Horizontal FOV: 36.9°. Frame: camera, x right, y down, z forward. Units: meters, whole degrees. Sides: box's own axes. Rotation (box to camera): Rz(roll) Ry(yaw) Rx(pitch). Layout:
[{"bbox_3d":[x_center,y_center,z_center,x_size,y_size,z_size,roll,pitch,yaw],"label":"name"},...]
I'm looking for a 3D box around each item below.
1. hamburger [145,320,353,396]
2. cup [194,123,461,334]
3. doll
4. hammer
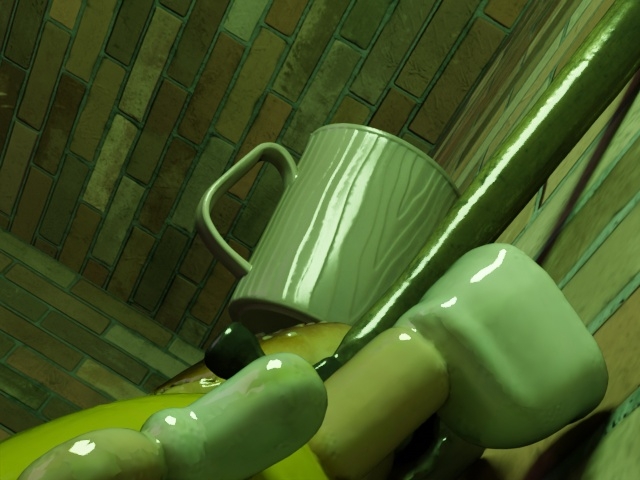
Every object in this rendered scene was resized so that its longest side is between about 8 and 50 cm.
[{"bbox_3d":[-0.057,0.156,0.750,0.243,0.146,0.286,-29,-6,29],"label":"hamburger"},{"bbox_3d":[0.014,0.000,1.175,0.208,0.288,0.273,-1,52,45],"label":"cup"},{"bbox_3d":[-0.061,0.152,0.434,0.423,0.161,0.348,-42,-29,-2],"label":"doll"},{"bbox_3d":[0.118,-0.026,0.683,0.440,0.168,0.044,-50,-1,-18],"label":"hammer"}]
